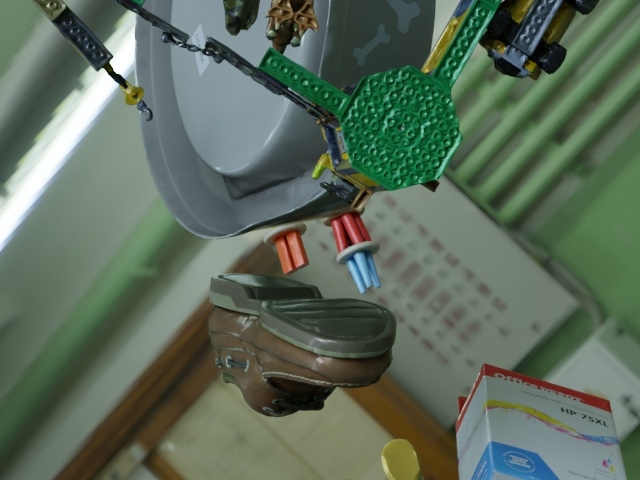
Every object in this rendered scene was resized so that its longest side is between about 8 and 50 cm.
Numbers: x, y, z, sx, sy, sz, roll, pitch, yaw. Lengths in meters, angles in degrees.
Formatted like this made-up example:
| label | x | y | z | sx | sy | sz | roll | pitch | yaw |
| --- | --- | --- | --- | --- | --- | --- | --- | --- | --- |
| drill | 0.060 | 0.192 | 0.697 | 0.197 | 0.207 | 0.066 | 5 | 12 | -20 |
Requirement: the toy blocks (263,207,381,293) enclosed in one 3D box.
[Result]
| label | x | y | z | sx | sy | sz | roll | pitch | yaw |
| --- | --- | --- | --- | --- | --- | --- | --- | --- | --- |
| toy blocks | 0.000 | 0.000 | 1.860 | 0.123 | 0.148 | 0.054 | -18 | -19 | -7 |

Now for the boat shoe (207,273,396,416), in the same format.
| label | x | y | z | sx | sy | sz | roll | pitch | yaw |
| --- | --- | --- | --- | --- | --- | --- | --- | --- | --- |
| boat shoe | -0.016 | 0.099 | 1.388 | 0.307 | 0.111 | 0.104 | -160 | 73 | -71 |

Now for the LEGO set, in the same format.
| label | x | y | z | sx | sy | sz | roll | pitch | yaw |
| --- | --- | --- | --- | --- | --- | --- | --- | --- | --- |
| LEGO set | -0.029 | -0.171 | 0.886 | 0.192 | 0.331 | 0.255 | -177 | 109 | -82 |

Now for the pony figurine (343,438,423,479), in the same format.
| label | x | y | z | sx | sy | sz | roll | pitch | yaw |
| --- | --- | --- | --- | --- | --- | --- | --- | --- | --- |
| pony figurine | 0.122 | 0.407 | 1.814 | 0.303 | 0.351 | 0.363 | -19 | -19 | 4 |

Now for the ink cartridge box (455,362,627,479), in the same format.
| label | x | y | z | sx | sy | sz | roll | pitch | yaw |
| --- | --- | --- | --- | --- | --- | --- | --- | --- | --- |
| ink cartridge box | 0.202 | 0.195 | 1.507 | 0.231 | 0.134 | 0.078 | -86 | 14 | -64 |

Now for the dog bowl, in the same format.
| label | x | y | z | sx | sy | sz | roll | pitch | yaw |
| --- | --- | --- | --- | --- | --- | --- | --- | --- | --- |
| dog bowl | -0.032 | -0.171 | 1.240 | 0.102 | 0.349 | 0.349 | 3 | -33 | -28 |
